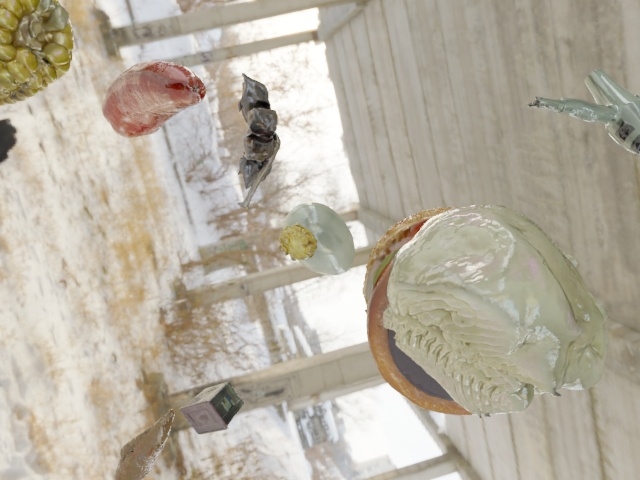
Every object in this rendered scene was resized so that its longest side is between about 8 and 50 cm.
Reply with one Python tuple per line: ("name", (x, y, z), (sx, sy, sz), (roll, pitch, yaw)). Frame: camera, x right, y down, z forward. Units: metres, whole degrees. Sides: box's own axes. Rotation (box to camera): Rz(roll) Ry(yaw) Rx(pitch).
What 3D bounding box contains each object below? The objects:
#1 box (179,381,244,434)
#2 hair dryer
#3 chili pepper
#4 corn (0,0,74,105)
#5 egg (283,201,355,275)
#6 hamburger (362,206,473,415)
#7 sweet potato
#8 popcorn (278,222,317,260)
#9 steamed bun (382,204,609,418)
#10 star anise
("box", (-0.179, 0.277, 1.019), (0.060, 0.085, 0.063), (55, 41, -10))
("hair dryer", (0.512, -0.277, 1.175), (0.229, 0.267, 0.092), (-76, -171, -48))
("chili pepper", (-0.181, -0.149, 0.644), (0.071, 0.063, 0.272), (49, -24, -23))
("corn", (-0.336, -0.153, 0.509), (0.101, 0.311, 0.101), (-4, 90, -74))
("egg", (0.000, 0.000, 1.503), (0.209, 0.151, 0.151), (50, 0, -17))
("hamburger", (0.231, 0.107, 1.057), (0.250, 0.330, 0.329), (-70, 148, -73))
("sweet potato", (-0.315, 0.375, 1.078), (0.068, 0.206, 0.060), (41, 13, 10))
("popcorn", (-0.047, 0.007, 1.282), (0.057, 0.082, 0.083), (-71, 175, -56))
("steamed bun", (0.222, 0.079, 0.783), (0.275, 0.206, 0.320), (35, -25, 5))
("star anise", (-0.119, -0.190, 1.176), (0.230, 0.081, 0.262), (132, -43, -72))
